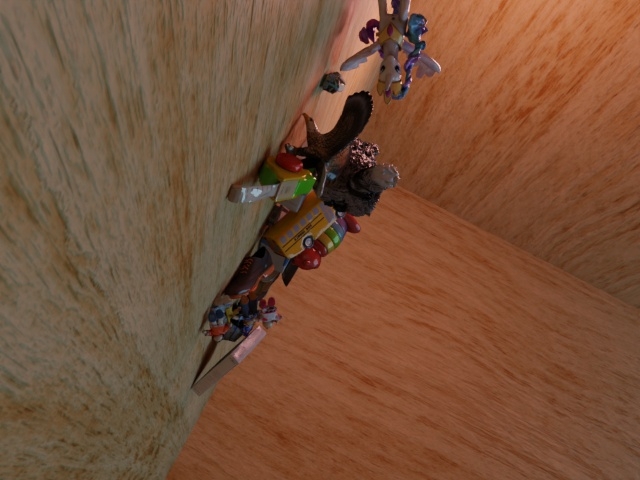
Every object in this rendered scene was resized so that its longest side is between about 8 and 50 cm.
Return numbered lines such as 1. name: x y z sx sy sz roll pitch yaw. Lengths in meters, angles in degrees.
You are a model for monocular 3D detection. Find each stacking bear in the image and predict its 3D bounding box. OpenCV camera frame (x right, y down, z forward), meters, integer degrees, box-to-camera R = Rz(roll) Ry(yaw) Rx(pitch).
1. stacking bear: 0.000 0.000 1.968 0.175 0.164 0.289 10 -126 47

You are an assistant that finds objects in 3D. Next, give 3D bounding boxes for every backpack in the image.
1. backpack: -0.349 0.361 2.092 0.173 0.116 0.158 -60 179 1

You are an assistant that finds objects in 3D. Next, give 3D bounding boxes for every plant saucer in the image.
1. plant saucer: -0.096 0.060 2.185 0.311 0.050 0.310 -60 -176 7

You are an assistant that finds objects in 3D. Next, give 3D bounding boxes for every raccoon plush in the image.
1. raccoon plush: 0.170 -0.258 1.632 0.446 0.216 0.299 -4 -121 54

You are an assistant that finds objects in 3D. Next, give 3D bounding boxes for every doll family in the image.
1. doll family: -0.259 0.236 1.585 0.163 0.262 0.118 98 -25 -48

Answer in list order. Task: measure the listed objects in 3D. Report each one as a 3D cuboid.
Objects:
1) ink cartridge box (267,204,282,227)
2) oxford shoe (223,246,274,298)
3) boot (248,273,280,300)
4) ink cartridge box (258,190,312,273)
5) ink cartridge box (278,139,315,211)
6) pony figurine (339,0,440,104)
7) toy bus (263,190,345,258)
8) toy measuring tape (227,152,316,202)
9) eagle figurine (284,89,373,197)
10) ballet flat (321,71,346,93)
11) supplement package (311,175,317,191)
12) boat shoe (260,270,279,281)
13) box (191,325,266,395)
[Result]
1. ink cartridge box: -0.174 -0.081 1.834 0.063 0.029 0.115 -62 180 -22
2. oxford shoe: -0.257 0.112 1.697 0.271 0.096 0.099 -49 134 -56
3. boot: -0.291 0.185 2.337 0.264 0.096 0.280 -55 173 5
4. ink cartridge box: -0.131 -0.049 2.018 0.308 0.129 0.223 -63 179 -24
5. ink cartridge box: -0.067 -0.227 1.726 0.208 0.086 0.153 -64 180 38
6. pony figurine: 0.192 -0.565 1.350 0.351 0.302 0.364 -63 153 -72
7. toy bus: -0.047 -0.073 1.824 0.332 0.130 0.108 -43 -149 -20
8. toy measuring tape: -0.128 -0.147 1.163 0.330 0.121 0.121 -19 141 -56
9. eagle figurine: 0.026 -0.277 1.398 0.298 0.226 0.225 -25 120 -21
10. ballet flat: 0.047 -0.482 1.513 0.070 0.070 0.188 -63 180 26
11. supplement package: 0.013 -0.268 2.487 0.293 0.177 0.175 -64 179 27
12. boat shoe: -0.182 0.033 2.218 0.095 0.112 0.335 15 98 -85
13. box: -0.388 0.513 2.083 0.322 0.058 0.232 -41 180 32
